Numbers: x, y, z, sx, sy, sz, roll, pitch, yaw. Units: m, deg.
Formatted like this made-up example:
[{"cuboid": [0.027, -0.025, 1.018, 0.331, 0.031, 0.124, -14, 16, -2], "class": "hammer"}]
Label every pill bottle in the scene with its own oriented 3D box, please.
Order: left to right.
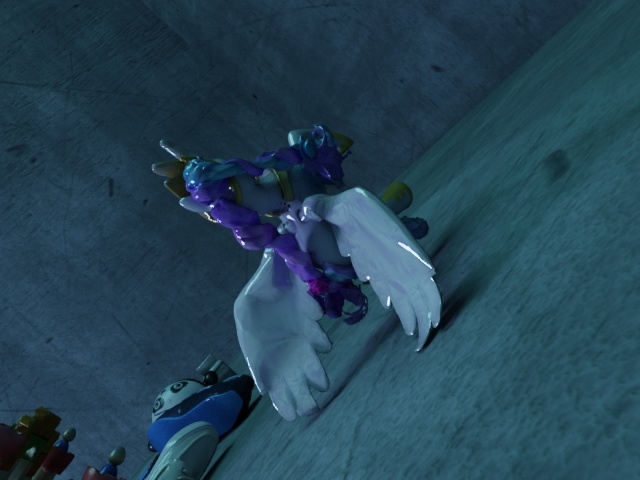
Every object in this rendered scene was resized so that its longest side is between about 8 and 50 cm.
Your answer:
[{"cuboid": [-0.296, 0.403, 1.631, 0.078, 0.137, 0.078, -48, 1, 1], "class": "pill bottle"}]

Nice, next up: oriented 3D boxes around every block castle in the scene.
[{"cuboid": [-0.537, 0.506, 1.166, 0.453, 0.303, 0.212, 109, -174, -62], "class": "block castle"}]

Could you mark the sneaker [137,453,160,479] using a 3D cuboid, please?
[{"cuboid": [-0.448, 0.641, 1.439, 0.209, 0.069, 0.082, -50, -14, -15], "class": "sneaker"}]

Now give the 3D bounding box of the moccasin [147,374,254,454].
[{"cuboid": [-0.260, 0.405, 1.252, 0.342, 0.137, 0.117, -30, 7, 34], "class": "moccasin"}]

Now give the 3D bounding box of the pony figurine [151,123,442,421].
[{"cuboid": [0.000, 0.000, 0.703, 0.303, 0.351, 0.363, -43, -15, 33], "class": "pony figurine"}]

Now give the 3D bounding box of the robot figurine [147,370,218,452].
[{"cuboid": [-0.370, 0.461, 1.501, 0.278, 0.174, 0.209, 135, 136, -73], "class": "robot figurine"}]

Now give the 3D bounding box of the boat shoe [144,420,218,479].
[{"cuboid": [-0.256, 0.424, 0.941, 0.088, 0.096, 0.267, -7, 24, 42], "class": "boat shoe"}]
